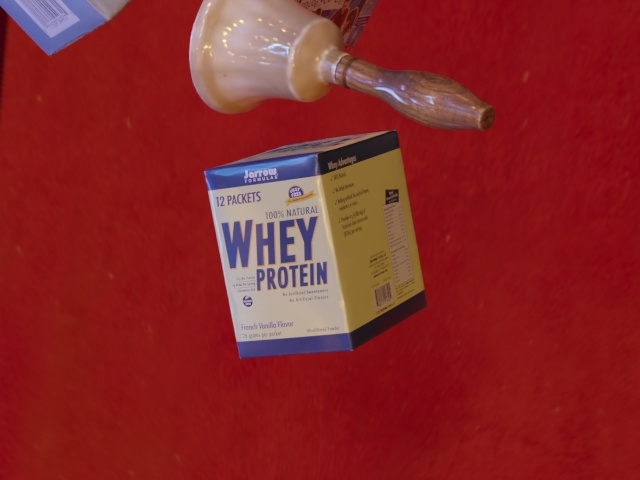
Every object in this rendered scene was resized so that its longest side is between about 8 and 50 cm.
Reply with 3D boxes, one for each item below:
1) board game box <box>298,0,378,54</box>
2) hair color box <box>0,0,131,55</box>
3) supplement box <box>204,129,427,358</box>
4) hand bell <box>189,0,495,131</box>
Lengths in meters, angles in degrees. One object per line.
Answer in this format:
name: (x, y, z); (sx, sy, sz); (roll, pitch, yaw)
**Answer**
board game box: (-0.011, -0.213, 1.550); (0.035, 0.201, 0.136); (35, 113, 16)
hair color box: (-0.132, -0.344, 1.386); (0.113, 0.185, 0.374); (47, 69, -16)
supplement box: (0.000, 0.000, 0.669); (0.056, 0.083, 0.083); (-7, 98, 28)
hand bell: (0.028, -0.127, 1.163); (0.242, 0.126, 0.126); (22, 74, 36)
